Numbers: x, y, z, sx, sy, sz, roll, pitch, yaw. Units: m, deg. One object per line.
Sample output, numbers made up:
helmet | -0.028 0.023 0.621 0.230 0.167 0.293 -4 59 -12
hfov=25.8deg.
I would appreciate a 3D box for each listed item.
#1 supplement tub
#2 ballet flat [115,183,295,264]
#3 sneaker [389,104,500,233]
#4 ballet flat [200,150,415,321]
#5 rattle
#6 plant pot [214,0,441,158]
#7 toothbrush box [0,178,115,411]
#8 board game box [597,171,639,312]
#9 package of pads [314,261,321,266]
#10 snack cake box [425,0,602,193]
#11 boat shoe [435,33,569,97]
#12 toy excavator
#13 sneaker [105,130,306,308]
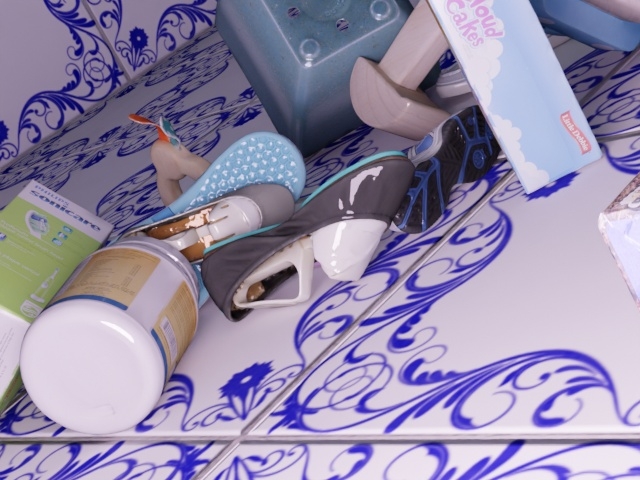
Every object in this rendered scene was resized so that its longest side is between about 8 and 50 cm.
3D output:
supplement tub | -0.206 0.090 1.416 0.144 0.144 0.199 -23 17 20
ballet flat | -0.128 -0.004 1.522 0.213 0.072 0.068 -19 6 3
sneaker | 0.118 -0.082 1.511 0.081 0.080 0.211 -4 28 49
ballet flat | -0.006 0.009 1.427 0.280 0.096 0.095 -29 -24 35
rattle | -0.149 -0.110 1.817 0.143 0.199 0.130 -35 18 -21
plant pot | 0.008 -0.294 1.879 0.248 0.247 0.252 -30 -8 -3
toothbrush box | -0.363 0.086 1.580 0.206 0.122 0.283 -58 3 24
board game box | 0.306 0.000 0.696 0.141 0.232 0.291 -9 25 49
package of pads | 0.000 0.000 1.511 0.083 0.050 0.032 -13 22 44
snack cake box | 0.181 -0.195 1.419 0.089 0.264 0.152 -27 16 9
boat shoe | 0.243 -0.270 1.861 0.227 0.081 0.079 -30 17 -5
toy excavator | 0.249 -0.315 1.634 0.222 0.433 0.445 14 1 -39
sneaker | -0.142 -0.001 1.662 0.319 0.127 0.208 -38 1 3
